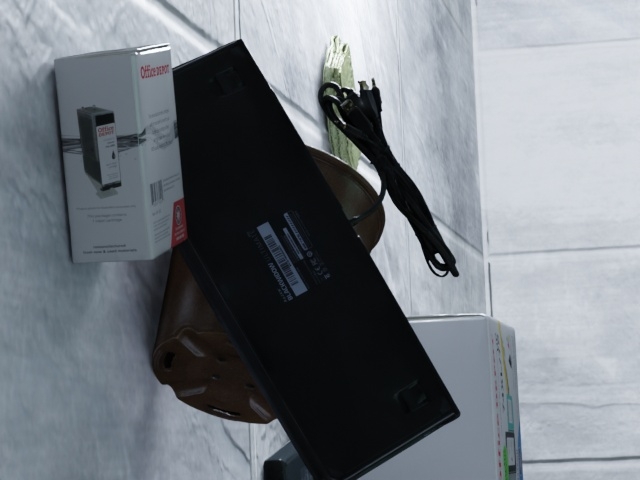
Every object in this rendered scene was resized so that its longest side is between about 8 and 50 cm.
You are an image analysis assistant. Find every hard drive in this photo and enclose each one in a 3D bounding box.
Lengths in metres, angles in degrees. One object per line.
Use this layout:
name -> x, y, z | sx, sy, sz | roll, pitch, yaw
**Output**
hard drive -> -0.026, 0.240, 1.788 | 0.135, 0.022, 0.094 | -17, 104, -79

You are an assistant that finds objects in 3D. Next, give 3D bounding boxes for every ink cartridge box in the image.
ink cartridge box -> -0.130, -0.059, 1.256 | 0.099, 0.056, 0.135 | -38, 124, -77
ink cartridge box -> 0.100, 0.185, 1.996 | 0.270, 0.197, 0.198 | 23, 63, -77

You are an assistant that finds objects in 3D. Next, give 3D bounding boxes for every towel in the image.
towel -> 0.024, -0.149, 2.162 | 0.110, 0.027, 0.148 | -73, 156, -63

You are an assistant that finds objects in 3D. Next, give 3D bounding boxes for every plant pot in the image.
plant pot -> -0.048, 0.037, 1.426 | 0.167, 0.167, 0.165 | 72, 26, -52

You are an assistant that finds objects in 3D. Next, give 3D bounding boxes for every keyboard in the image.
keyboard -> 0.000, 0.000, 1.359 | 0.317, 0.201, 0.033 | 60, -26, 4
